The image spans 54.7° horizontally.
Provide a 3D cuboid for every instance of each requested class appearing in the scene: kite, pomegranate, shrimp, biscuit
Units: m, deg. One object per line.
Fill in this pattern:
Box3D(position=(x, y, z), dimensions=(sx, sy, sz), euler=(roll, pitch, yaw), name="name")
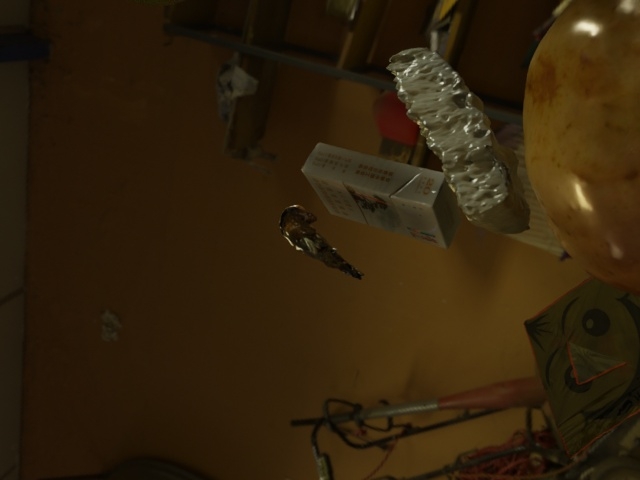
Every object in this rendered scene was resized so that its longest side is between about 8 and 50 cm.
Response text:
Box3D(position=(0.465, 0.183, 1.042), dimensions=(0.013, 0.328, 0.377), euler=(10, 81, 69), name="kite")
Box3D(position=(0.371, -0.115, 0.595), dimensions=(0.410, 0.410, 0.409), euler=(20, -90, -77), name="pomegranate")
Box3D(position=(-0.003, 0.009, 1.541), dimensions=(0.066, 0.262, 0.117), euler=(-43, -24, -40), name="shrimp")
Box3D(position=(0.187, -0.118, 0.774), dimensions=(0.084, 0.281, 0.179), euler=(-33, -36, 20), name="biscuit")

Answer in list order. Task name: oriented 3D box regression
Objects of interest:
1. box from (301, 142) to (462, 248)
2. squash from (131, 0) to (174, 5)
Box3D(position=(0.102, -0.073, 1.004), dimensions=(0.067, 0.233, 0.149), euler=(-64, -30, -14), name="box")
Box3D(position=(-0.281, -0.482, 0.966), dimensions=(0.308, 0.311, 0.310), euler=(-94, 10, -51), name="squash")
